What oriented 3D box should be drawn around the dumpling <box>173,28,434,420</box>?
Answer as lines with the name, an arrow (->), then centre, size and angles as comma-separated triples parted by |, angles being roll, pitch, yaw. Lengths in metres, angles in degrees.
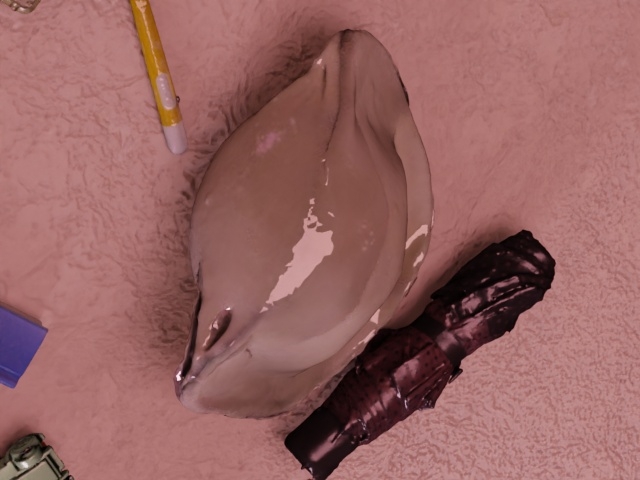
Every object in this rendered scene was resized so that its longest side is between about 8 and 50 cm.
dumpling -> 0.001, -0.004, 1.750 | 0.260, 0.181, 0.341 | 27, 64, -52

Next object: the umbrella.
umbrella -> 0.099, 0.114, 1.876 | 0.326, 0.090, 0.094 | -42, 124, -8

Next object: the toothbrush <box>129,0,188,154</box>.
toothbrush -> -0.155, -0.204, 1.672 | 0.021, 0.024, 0.288 | -21, 116, -15

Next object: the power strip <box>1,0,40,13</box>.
power strip -> -0.224, -0.272, 1.594 | 0.076, 0.028, 0.169 | 34, 100, -22

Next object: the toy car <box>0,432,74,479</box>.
toy car -> -0.294, 0.235, 1.738 | 0.143, 0.054, 0.073 | -36, 118, -7

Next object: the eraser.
eraser -> -0.291, 0.085, 1.701 | 0.085, 0.027, 0.063 | 30, 93, -32
